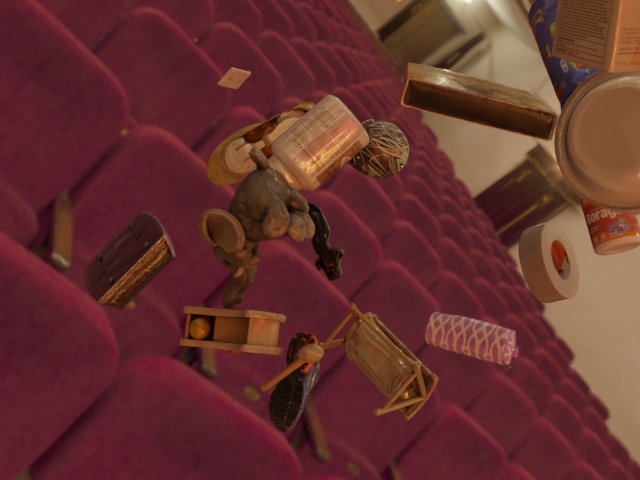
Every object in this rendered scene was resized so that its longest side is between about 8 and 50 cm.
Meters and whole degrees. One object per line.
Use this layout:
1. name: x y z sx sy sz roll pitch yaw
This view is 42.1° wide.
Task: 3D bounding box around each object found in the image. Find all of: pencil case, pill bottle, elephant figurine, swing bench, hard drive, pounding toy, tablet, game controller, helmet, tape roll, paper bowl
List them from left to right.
1. hard drive: -0.338 0.034 1.472 0.054 0.172 0.255 47 -7 -22
2. tablet: -0.210 -0.393 2.020 0.054 0.083 0.006 9 66 -29
3. elephant figurine: -0.147 -0.016 1.560 0.169 0.240 0.185 33 36 -46
4. pounding toy: -0.142 0.208 1.576 0.154 0.270 0.154 25 70 -68
5. pill bottle: -0.026 -0.175 1.679 0.131 0.229 0.131 49 -2 2
6. game controller: 0.000 0.000 1.765 0.166 0.067 0.319 61 0 0
7. helmet: 0.155 -0.246 2.235 0.169 0.169 0.161 51 -13 -11
8. swing bench: 0.159 0.319 2.170 0.253 0.165 0.255 44 7 27
9. pencil case: 0.335 0.216 1.843 0.206 0.086 0.088 14 -5 29
10. tape roll: 0.635 0.061 2.305 0.219 0.072 0.219 23 59 -44
11. pencil case: 0.543 -0.401 1.782 0.119 0.133 0.306 35 37 -47
12. pill bottle: 0.726 -0.080 2.099 0.121 0.121 0.216 30 47 -65
13. paper bowl: 0.579 -0.194 1.556 0.148 0.284 0.284 6 45 -54

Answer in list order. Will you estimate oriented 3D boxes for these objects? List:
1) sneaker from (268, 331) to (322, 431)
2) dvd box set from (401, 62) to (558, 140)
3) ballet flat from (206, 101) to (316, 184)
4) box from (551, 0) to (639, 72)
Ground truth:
1. sneaker: -0.042 0.314 1.817 0.083 0.221 0.087 17 -8 32
2. dvd box set: 0.330 -0.312 1.812 0.308 0.062 0.420 15 17 2
3. ballet flat: -0.148 -0.249 2.130 0.123 0.349 0.123 61 6 -11
4. box: 0.422 -0.398 1.138 0.148 0.121 0.310 -130 -142 -59
